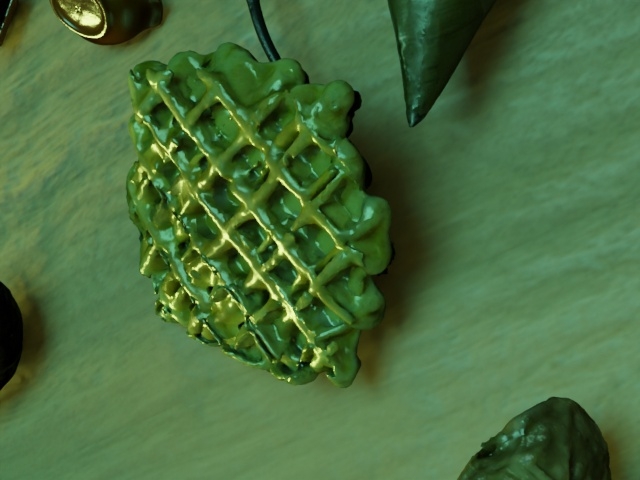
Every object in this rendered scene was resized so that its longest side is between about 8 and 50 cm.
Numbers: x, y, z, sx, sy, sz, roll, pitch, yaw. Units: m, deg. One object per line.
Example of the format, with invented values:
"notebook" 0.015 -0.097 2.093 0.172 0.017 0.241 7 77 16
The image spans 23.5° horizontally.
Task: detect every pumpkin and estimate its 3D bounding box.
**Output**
"pumpkin" -0.362 0.111 1.561 0.183 0.108 0.119 -45 39 27

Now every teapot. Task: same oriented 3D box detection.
"teapot" -0.218 -0.251 1.571 0.129 0.078 0.098 24 135 26

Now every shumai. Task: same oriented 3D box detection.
"shumai" 0.186 0.230 1.133 0.153 0.161 0.209 20 73 39

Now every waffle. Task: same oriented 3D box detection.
"waffle" -0.069 -0.023 1.351 0.317 0.073 0.297 13 111 38

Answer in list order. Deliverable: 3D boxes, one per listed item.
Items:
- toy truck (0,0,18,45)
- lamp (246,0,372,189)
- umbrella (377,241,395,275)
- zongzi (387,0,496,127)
"toy truck" -0.413 -0.265 1.693 0.192 0.092 0.083 21 92 44
"lamp" -0.033 -0.211 1.400 0.108 0.130 0.371 -45 51 36
"umbrella" 0.000 0.000 1.382 0.144 0.037 0.040 13 100 33
"zongzi" 0.172 -0.298 1.256 0.323 0.160 0.360 -16 70 32
